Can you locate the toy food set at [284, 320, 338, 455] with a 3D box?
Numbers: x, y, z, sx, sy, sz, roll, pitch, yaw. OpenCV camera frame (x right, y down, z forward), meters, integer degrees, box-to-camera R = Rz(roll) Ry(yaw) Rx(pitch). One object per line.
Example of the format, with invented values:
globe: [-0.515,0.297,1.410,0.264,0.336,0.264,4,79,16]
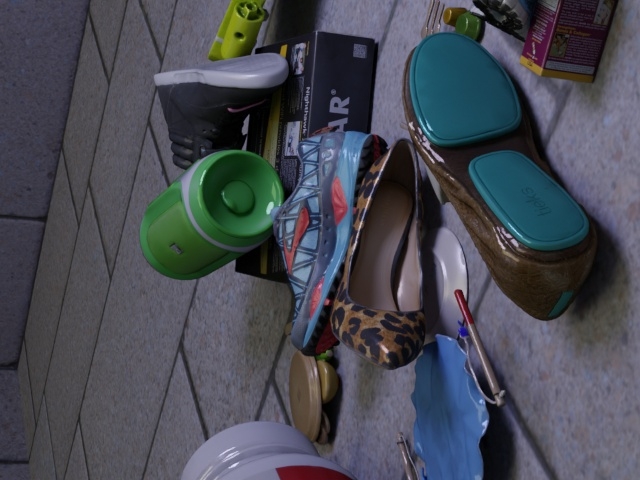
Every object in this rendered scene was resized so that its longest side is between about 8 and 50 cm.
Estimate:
toy food set: [-0.007,0.191,1.602,0.132,0.038,0.192,151,116,-73]

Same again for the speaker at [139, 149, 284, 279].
speaker: [-0.144,-0.028,1.637,0.296,0.131,0.131,153,120,-66]

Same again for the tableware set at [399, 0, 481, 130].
tableware set: [0.130,-0.173,1.346,0.104,0.024,0.154,-136,55,-59]

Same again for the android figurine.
android figurine: [-0.087,-0.343,1.768,0.273,0.056,0.248,119,172,-47]

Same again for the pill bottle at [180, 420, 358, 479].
pill bottle: [-0.020,0.369,1.324,0.408,0.229,0.229,-125,45,-58]

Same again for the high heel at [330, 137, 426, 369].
high heel: [0.070,0.009,1.292,0.261,0.093,0.186,-98,18,-70]

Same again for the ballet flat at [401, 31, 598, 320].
ballet flat: [0.154,-0.054,1.175,0.342,0.116,0.124,-116,17,-46]

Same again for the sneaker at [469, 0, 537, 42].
sneaker: [0.178,-0.224,1.152,0.073,0.063,0.162,-61,-3,5]

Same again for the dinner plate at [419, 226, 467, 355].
dinner plate: [0.114,0.055,1.342,0.141,0.017,0.141,-174,90,-67]

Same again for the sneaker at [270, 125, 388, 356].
sneaker: [0.000,0.000,1.473,0.125,0.104,0.262,15,92,30]

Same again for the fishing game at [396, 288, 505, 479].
fishing game: [0.131,0.184,1.245,0.264,0.041,0.189,104,158,-43]

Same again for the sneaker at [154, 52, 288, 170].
sneaker: [-0.115,-0.157,1.652,0.295,0.104,0.147,5,110,58]

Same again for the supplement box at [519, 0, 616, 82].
supplement box: [0.211,-0.182,1.095,0.043,0.055,0.083,-127,47,-60]

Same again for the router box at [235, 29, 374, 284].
router box: [-0.025,-0.100,1.633,0.243,0.081,0.309,-170,85,-69]
